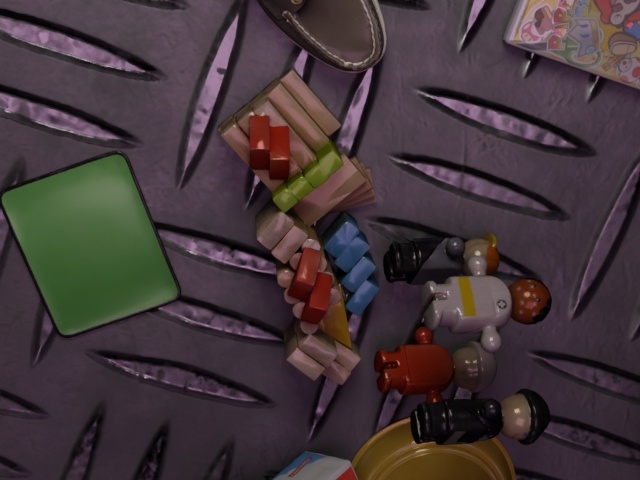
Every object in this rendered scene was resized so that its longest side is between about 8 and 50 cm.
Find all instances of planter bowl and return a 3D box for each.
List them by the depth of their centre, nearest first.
[{"bbox_3d":[0.138,0.325,1.381,0.217,0.090,0.217,-1,108,-4],"label":"planter bowl"}]

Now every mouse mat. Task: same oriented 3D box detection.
[{"bbox_3d":[-0.256,0.007,1.287,0.153,0.007,0.189,-19,108,1],"label":"mouse mat"}]

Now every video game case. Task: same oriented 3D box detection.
[{"bbox_3d":[0.330,-0.286,1.231,0.206,0.026,0.226,17,106,-10],"label":"video game case"}]

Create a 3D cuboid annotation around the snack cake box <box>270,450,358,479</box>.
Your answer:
[{"bbox_3d":[0.006,0.402,1.353,0.152,0.089,0.264,-34,110,-34],"label":"snack cake box"}]

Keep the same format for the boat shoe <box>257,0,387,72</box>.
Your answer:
[{"bbox_3d":[-0.034,-0.289,1.164,0.109,0.091,0.305,-36,107,7],"label":"boat shoe"}]

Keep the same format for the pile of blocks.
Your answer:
[{"bbox_3d":[0.000,0.000,1.251,0.149,0.112,0.362,-16,109,1],"label":"pile of blocks"}]

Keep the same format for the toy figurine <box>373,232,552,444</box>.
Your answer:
[{"bbox_3d":[0.158,0.105,1.250,0.148,0.213,0.209,-1,106,-14],"label":"toy figurine"}]
